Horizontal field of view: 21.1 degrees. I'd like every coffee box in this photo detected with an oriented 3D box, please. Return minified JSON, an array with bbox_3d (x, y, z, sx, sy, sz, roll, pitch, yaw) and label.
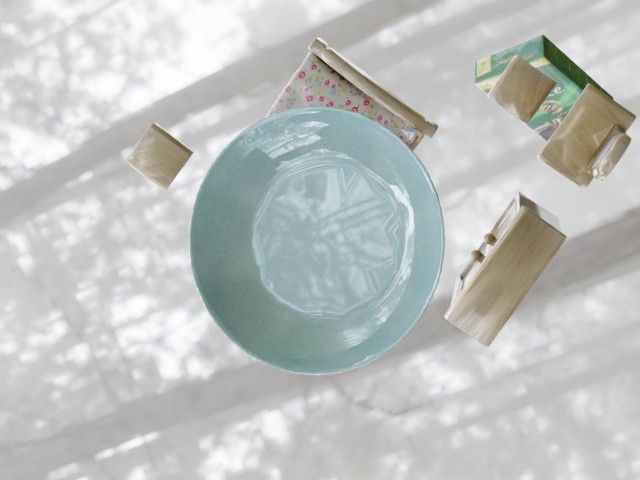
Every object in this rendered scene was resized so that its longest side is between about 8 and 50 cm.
[{"bbox_3d":[0.298,-0.199,2.286,0.184,0.113,0.040,34,-131,-44],"label":"coffee box"}]

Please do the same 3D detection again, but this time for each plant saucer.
[{"bbox_3d":[0.000,0.000,1.252,0.195,0.195,0.037,70,-164,6],"label":"plant saucer"}]

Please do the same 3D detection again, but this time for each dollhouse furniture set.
[{"bbox_3d":[0.045,-0.082,1.494,0.355,0.303,0.174,35,-170,0],"label":"dollhouse furniture set"}]
